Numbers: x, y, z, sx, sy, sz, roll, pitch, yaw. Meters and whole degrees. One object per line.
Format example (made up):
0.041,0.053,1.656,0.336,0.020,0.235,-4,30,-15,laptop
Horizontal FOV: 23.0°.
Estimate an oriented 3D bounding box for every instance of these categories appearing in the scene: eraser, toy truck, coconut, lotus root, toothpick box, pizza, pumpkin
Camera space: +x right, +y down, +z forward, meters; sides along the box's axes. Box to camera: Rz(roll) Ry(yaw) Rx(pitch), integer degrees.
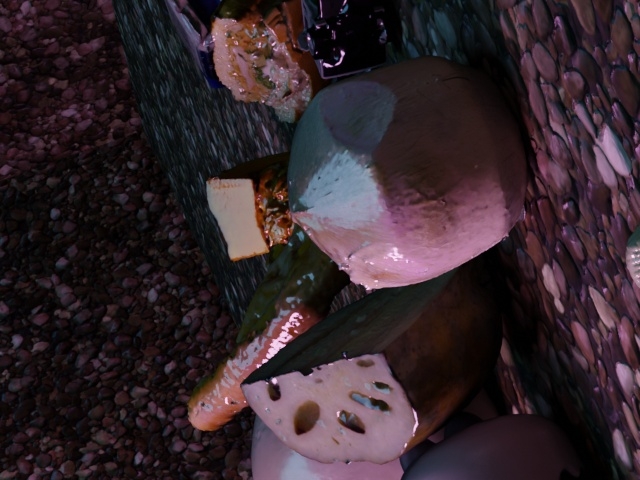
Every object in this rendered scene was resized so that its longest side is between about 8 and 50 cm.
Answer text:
-0.175,-0.346,2.507,0.155,0.102,0.332,61,178,7,eraser
0.017,-0.305,1.745,0.242,0.101,0.125,84,167,-45,toy truck
0.075,-0.062,1.545,0.227,0.230,0.227,162,90,-79,coconut
0.093,0.125,1.758,0.267,0.260,0.149,-18,106,51,lotus root
0.199,0.329,1.673,0.229,0.229,0.316,92,155,-64,toothpick box
-0.004,0.017,1.967,0.080,0.435,0.392,31,152,-11,pizza
-0.074,-0.047,2.360,0.280,0.190,0.139,-92,-13,-82,pumpkin

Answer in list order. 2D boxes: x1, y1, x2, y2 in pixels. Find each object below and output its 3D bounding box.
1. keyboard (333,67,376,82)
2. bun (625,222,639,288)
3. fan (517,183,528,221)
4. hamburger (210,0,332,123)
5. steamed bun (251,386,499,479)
0.043,-0.212,2.011,0.204,0.013,0.061,152,98,-79,keyboard
0.278,0.018,1.127,0.115,0.069,0.115,40,154,25,bun
0.197,-0.048,1.577,0.083,0.004,0.056,115,135,-75,fan
-0.039,-0.257,1.963,0.144,0.156,0.283,35,166,9,hamburger
0.072,0.274,1.954,0.324,0.324,0.206,-147,48,-73,steamed bun
